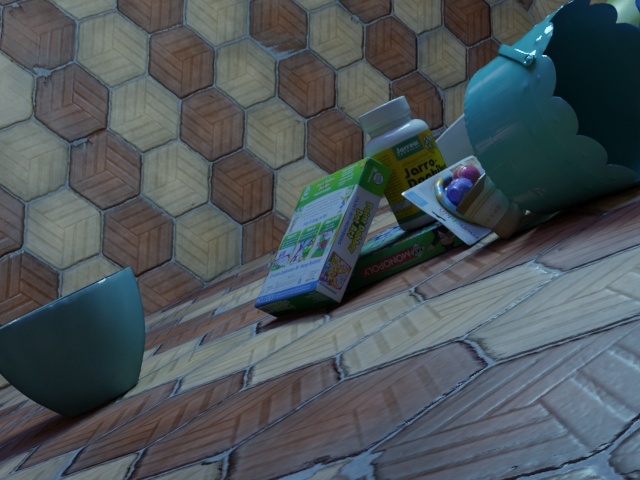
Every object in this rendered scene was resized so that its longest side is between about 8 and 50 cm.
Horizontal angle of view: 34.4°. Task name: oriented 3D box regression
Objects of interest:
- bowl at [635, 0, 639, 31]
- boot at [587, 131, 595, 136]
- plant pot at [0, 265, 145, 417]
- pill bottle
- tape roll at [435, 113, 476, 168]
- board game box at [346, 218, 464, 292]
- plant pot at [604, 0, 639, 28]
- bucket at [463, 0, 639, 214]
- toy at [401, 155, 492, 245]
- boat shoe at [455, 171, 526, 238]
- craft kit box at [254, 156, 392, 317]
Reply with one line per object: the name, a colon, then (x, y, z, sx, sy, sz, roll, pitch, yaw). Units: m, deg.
bowl: (0.615, -0.295, 1.370, 0.391, 0.077, 0.391, 2, 19, -1)
boot: (0.503, -0.153, 1.587, 0.198, 0.076, 0.137, -15, 0, 34)
plant pot: (-0.425, 0.194, 1.822, 0.290, 0.195, 0.290, -25, 5, 2)
pill bottle: (0.146, -0.131, 1.742, 0.118, 0.208, 0.117, -25, 4, 2)
tape roll: (0.335, -0.196, 1.974, 0.392, 0.072, 0.392, -35, -13, -9)
board game box: (0.164, -0.003, 1.804, 0.214, 0.046, 0.317, -23, 4, 17)
plant pot: (0.506, -0.275, 1.667, 0.294, 0.274, 0.275, -30, 5, -13)
bucket: (0.347, -0.179, 1.441, 0.281, 0.281, 0.183, -29, 1, -43)
toy: (0.250, -0.085, 1.658, 0.237, 0.137, 0.056, -26, -32, -51)
boat shoe: (0.313, -0.093, 1.571, 0.302, 0.098, 0.109, -39, -15, -48)
craft kit box: (0.000, 0.000, 1.738, 0.250, 0.061, 0.246, -19, 48, 63)
